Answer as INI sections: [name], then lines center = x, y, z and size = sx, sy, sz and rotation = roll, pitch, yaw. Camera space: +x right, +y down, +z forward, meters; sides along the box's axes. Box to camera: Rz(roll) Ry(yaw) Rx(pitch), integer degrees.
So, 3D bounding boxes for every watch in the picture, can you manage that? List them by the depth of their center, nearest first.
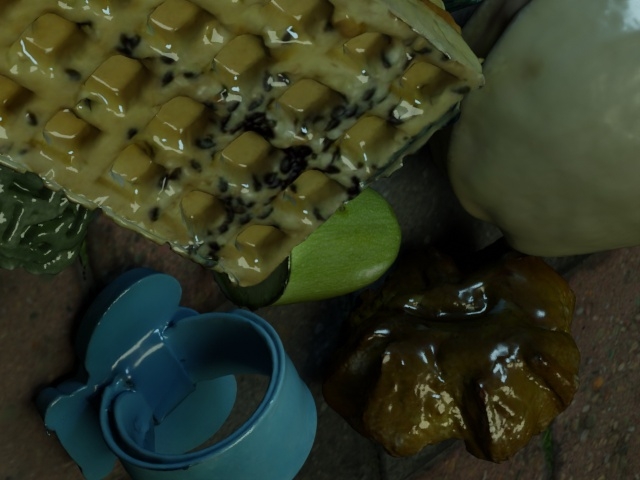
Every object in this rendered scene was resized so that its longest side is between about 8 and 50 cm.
[watch]
center = -0.111, 0.148, 1.480
size = 0.211, 0.193, 0.211
rotation = -23, 128, -34

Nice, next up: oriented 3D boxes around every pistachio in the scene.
[pistachio]
center = 0.306, -0.161, 1.652
size = 0.445, 0.281, 0.365
rotation = -29, 135, -6

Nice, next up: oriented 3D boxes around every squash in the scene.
[squash]
center = 0.000, 0.000, 1.554
size = 0.186, 0.123, 0.123
rotation = -3, 117, -43

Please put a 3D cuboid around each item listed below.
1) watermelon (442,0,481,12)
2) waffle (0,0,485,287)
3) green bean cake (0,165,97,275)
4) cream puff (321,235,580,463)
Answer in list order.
[watermelon]
center = 0.042, -0.273, 1.323
size = 0.283, 0.250, 0.293
rotation = 2, 116, -51
[waffle]
center = -0.101, -0.131, 1.129
size = 0.261, 0.114, 0.376
rotation = -42, 133, 18
[green bean cake]
center = -0.252, -0.091, 1.246
size = 0.227, 0.125, 0.223
rotation = 15, 103, -43
[cream puff]
center = 0.140, 0.104, 1.696
size = 0.155, 0.241, 0.269
rotation = 83, 25, -44
